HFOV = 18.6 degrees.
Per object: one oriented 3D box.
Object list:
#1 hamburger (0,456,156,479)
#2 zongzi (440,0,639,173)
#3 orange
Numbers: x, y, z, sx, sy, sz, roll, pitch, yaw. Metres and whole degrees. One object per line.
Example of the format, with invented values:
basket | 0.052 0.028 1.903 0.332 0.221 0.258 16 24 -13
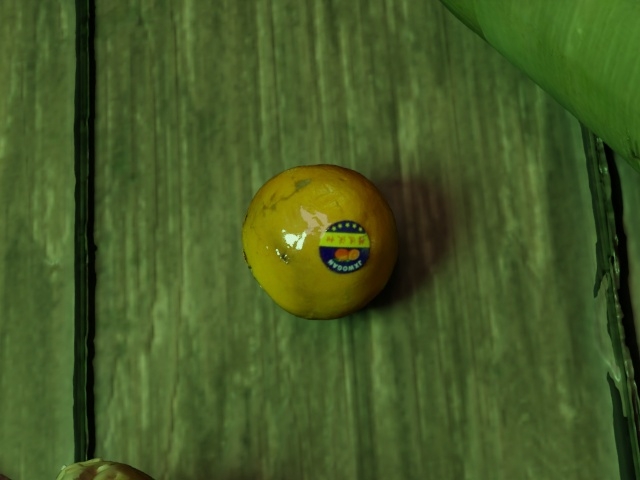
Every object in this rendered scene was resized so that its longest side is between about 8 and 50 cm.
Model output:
hamburger | -0.060 0.229 0.854 0.155 0.245 0.282 -38 103 -10
zongzi | 0.228 -0.190 0.998 0.418 0.181 0.447 -33 54 -19
orange | -0.001 0.000 1.003 0.083 0.083 0.083 -7 61 13
